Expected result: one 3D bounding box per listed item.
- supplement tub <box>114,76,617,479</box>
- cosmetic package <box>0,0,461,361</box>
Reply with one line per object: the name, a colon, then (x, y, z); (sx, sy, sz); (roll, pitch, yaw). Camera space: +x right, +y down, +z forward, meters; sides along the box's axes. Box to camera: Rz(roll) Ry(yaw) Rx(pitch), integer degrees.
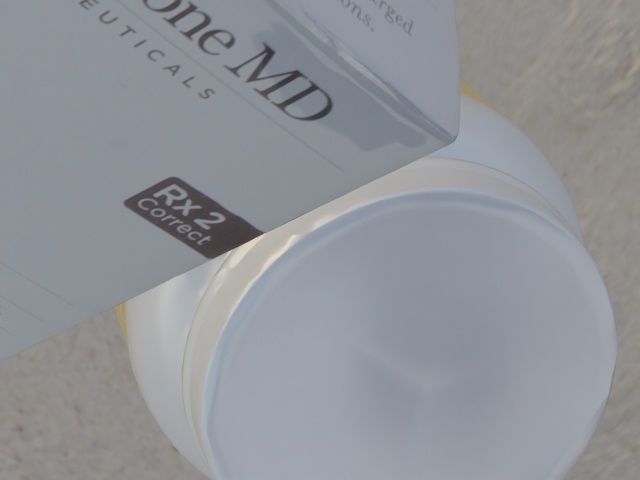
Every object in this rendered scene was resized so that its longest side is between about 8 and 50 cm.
supplement tub: (0.000, 0.000, 0.821); (0.241, 0.331, 0.241); (-7, 117, -14)
cosmetic package: (-0.080, -0.085, 0.412); (0.184, 0.151, 0.151); (-25, 48, 32)
